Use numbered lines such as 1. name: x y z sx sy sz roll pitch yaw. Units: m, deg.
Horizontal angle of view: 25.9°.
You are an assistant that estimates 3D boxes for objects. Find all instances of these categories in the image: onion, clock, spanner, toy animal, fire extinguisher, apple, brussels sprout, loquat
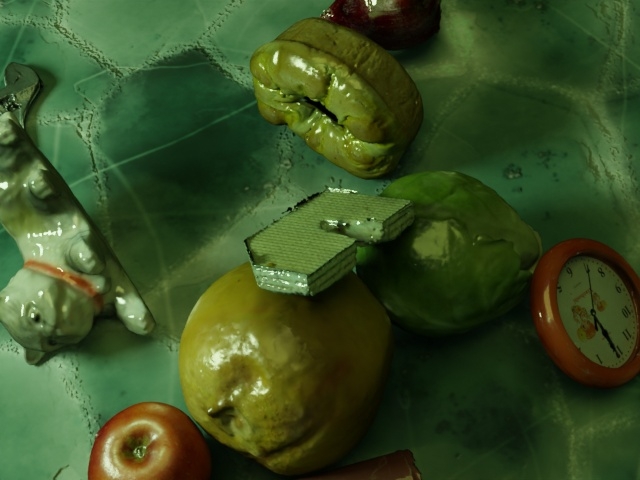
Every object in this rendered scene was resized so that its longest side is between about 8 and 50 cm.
1. onion: 0.089 -0.362 2.131 0.195 0.159 0.159 -9 57 13
2. clock: 0.358 0.096 1.838 0.205 0.051 0.205 12 66 -30
3. spanner: -0.449 -0.137 2.083 0.093 0.026 0.325 -11 60 -5
4. toy animal: -0.393 0.002 1.878 0.188 0.308 0.266 -32 37 7
5. fire extinguisher: -0.031 0.368 1.704 0.337 0.106 0.147 -15 68 -6
6. apple: -0.214 0.282 1.740 0.163 0.139 0.163 0 59 0
7. brussels sprout: 0.167 0.020 1.857 0.244 0.244 0.244 -1 58 2
8. loquat: -0.037 0.145 1.751 0.276 0.276 0.284 31 59 20

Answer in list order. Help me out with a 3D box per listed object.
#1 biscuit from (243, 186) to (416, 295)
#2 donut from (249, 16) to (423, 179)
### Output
1. biscuit: 0.000 0.000 1.711 0.147 0.046 0.250 8 26 33
2. donut: 0.025 -0.212 2.003 0.261 0.208 0.128 33 64 15
